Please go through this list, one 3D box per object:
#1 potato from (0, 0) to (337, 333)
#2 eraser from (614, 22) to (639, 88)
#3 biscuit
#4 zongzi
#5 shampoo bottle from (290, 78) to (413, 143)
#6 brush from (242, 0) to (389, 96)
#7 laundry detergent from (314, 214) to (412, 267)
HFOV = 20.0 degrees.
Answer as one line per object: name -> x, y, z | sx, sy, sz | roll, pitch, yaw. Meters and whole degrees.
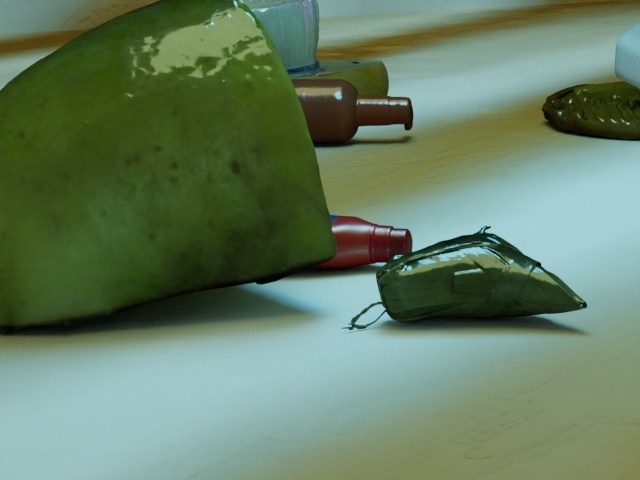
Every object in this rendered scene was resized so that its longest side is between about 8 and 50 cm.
potato -> -0.193, -0.073, 1.478 | 0.280, 0.213, 0.330 | -21, 23, -22
eraser -> 0.493, -0.189, 2.105 | 0.174, 0.095, 0.270 | -16, 30, -27
biscuit -> 0.439, -0.169, 2.277 | 0.317, 0.040, 0.318 | -2, 13, 1
zongzi -> 0.103, 0.045, 1.358 | 0.154, 0.062, 0.130 | -16, 29, -27
shampoo bottle -> -0.010, -0.156, 2.214 | 0.244, 0.085, 0.085 | 1, 13, 7
brush -> -0.028, -0.246, 2.431 | 0.266, 0.166, 0.174 | -6, 13, -28
laundry detergent -> 0.000, 0.000, 1.583 | 0.165, 0.049, 0.097 | 3, 14, 13
